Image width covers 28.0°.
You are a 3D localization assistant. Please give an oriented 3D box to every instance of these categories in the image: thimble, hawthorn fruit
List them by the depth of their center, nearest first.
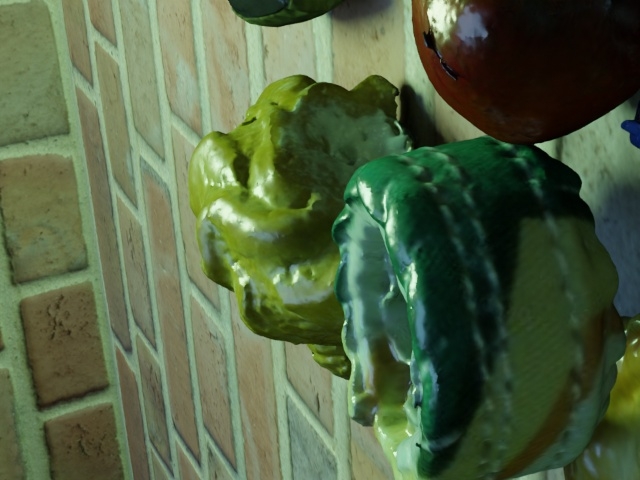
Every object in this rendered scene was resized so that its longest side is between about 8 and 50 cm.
[{"bbox_3d":[0.149,-0.153,0.924,0.202,0.185,0.185,98,151,-65],"label":"hawthorn fruit"},{"bbox_3d":[0.113,0.063,1.011,0.288,0.167,0.254,96,160,-50],"label":"thimble"}]

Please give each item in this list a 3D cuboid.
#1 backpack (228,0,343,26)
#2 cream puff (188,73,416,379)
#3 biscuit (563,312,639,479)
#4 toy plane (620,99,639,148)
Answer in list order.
[{"bbox_3d":[-0.055,-0.352,1.348,0.207,0.140,0.253,6,109,66],"label":"backpack"},{"bbox_3d":[-0.002,0.005,1.286,0.323,0.274,0.270,61,146,39],"label":"cream puff"},{"bbox_3d":[0.295,0.222,0.957,0.335,0.078,0.329,-136,40,-53],"label":"biscuit"},{"bbox_3d":[0.250,-0.113,0.878,0.167,0.054,0.062,113,162,-59],"label":"toy plane"}]
